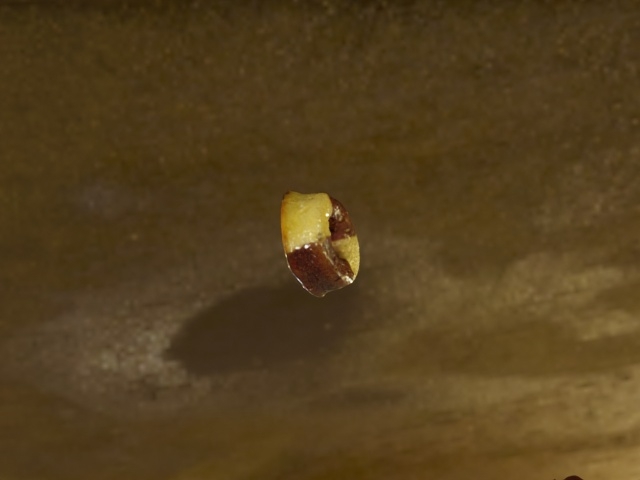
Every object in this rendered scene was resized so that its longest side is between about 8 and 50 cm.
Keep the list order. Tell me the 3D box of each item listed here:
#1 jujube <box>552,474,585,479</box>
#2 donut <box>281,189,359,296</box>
[{"bbox_3d":[0.265,0.319,1.253,0.197,0.290,0.197,-27,138,-27],"label":"jujube"},{"bbox_3d":[0.000,0.000,1.831,0.059,0.140,0.140,-13,161,21],"label":"donut"}]
